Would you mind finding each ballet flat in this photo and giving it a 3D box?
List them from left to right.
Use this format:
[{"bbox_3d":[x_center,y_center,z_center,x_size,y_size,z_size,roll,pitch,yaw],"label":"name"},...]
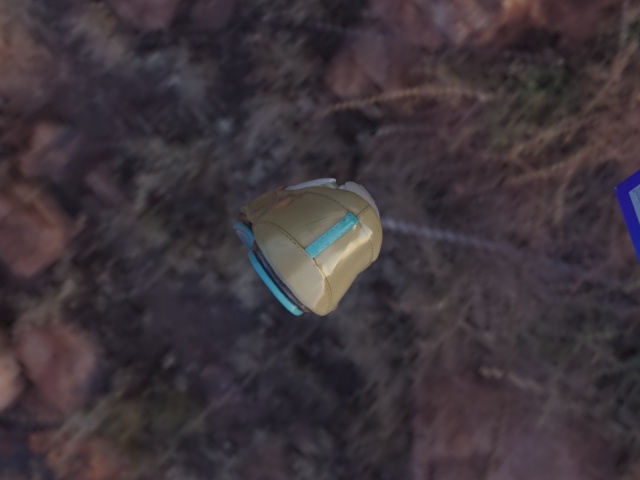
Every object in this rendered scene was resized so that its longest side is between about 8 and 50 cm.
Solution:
[{"bbox_3d":[0.000,0.000,1.077,0.080,0.073,0.232,50,179,-7],"label":"ballet flat"}]

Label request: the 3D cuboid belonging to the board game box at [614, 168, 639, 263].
[{"bbox_3d":[0.334,-0.049,0.813,0.233,0.078,0.347,24,130,-38],"label":"board game box"}]
